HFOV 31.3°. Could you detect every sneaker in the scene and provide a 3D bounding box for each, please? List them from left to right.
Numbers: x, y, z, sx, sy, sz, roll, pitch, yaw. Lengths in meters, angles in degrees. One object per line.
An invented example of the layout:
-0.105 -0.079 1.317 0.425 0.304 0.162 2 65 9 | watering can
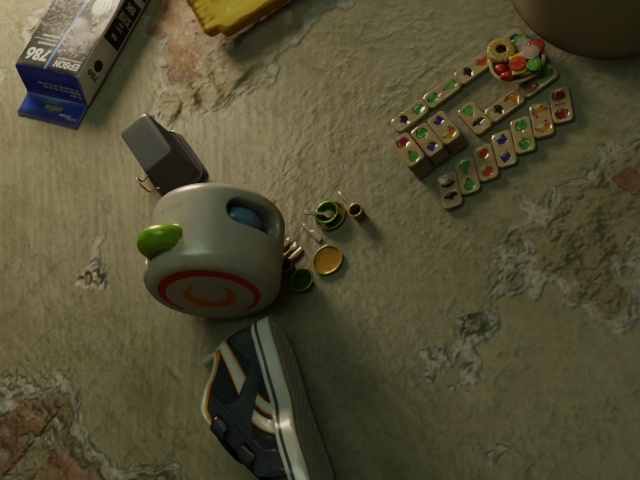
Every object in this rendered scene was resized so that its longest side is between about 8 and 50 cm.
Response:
-0.071 0.251 1.477 0.128 0.126 0.321 -27 43 7 | sneaker

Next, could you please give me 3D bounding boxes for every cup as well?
0.367 -0.425 1.489 0.331 0.237 0.331 -3 84 25 | cup

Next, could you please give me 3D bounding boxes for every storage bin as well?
-0.260 -0.131 1.808 0.098 0.091 0.135 -39 52 3 | storage bin

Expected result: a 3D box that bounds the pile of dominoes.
0.225 -0.180 1.614 0.251 0.040 0.196 -37 53 5 | pile of dominoes

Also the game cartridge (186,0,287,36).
-0.138 -0.537 1.908 0.285 0.053 0.323 -30 80 9 | game cartridge

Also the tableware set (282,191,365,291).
0.000 0.000 1.641 0.154 0.024 0.104 -43 53 0 | tableware set

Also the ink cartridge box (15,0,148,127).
-0.430 -0.368 2.048 0.165 0.065 0.332 14 72 32 | ink cartridge box

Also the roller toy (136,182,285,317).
-0.147 0.012 1.608 0.191 0.209 0.146 1 61 5 | roller toy

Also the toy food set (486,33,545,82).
0.280 -0.259 1.622 0.083 0.020 0.083 -13 55 13 | toy food set
